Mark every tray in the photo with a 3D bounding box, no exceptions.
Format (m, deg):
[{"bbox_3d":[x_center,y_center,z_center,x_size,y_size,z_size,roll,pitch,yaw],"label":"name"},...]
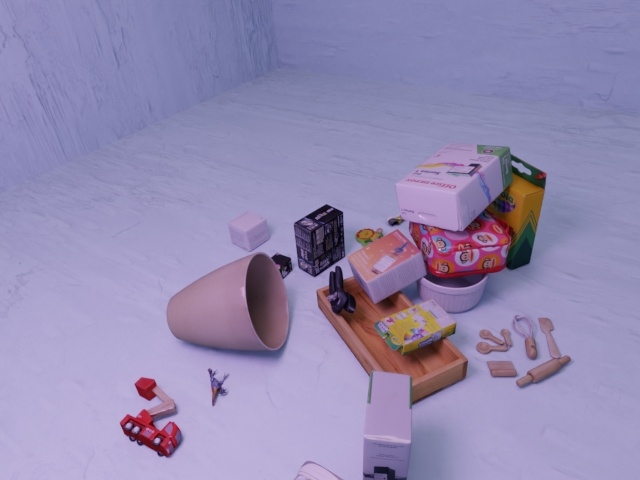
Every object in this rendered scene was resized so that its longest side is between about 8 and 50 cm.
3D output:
[{"bbox_3d":[0.169,0.237,1.291,0.202,0.076,0.411,-19,36,-18],"label":"tray"}]

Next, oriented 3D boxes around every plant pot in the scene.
[{"bbox_3d":[-0.260,0.182,1.309,0.274,0.256,0.256,-12,32,17],"label":"plant pot"}]

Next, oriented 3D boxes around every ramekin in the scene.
[{"bbox_3d":[0.372,0.113,1.408,0.207,0.109,0.207,-4,34,3],"label":"ramekin"}]

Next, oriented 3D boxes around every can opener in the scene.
[{"bbox_3d":[0.046,0.136,1.354,0.059,0.073,0.186,-42,28,16],"label":"can opener"}]

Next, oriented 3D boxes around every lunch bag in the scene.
[{"bbox_3d":[0.402,-0.024,1.399,0.258,0.120,0.293,-7,34,-4],"label":"lunch bag"}]

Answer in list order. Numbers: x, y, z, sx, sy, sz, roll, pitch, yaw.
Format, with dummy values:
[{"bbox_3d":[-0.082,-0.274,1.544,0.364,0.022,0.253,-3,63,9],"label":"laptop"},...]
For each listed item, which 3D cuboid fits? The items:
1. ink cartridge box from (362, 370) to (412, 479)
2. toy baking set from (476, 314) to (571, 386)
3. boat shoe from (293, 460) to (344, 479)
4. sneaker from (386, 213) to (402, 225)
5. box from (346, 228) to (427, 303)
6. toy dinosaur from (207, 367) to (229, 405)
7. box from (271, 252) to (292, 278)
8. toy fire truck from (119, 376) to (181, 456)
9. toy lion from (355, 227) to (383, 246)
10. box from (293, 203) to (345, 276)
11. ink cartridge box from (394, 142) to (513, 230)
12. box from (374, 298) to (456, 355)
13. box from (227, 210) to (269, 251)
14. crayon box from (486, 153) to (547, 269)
[{"bbox_3d":[0.130,0.386,0.966,0.086,0.208,0.153,4,37,8],"label":"ink cartridge box"},{"bbox_3d":[0.516,0.265,1.238,0.256,0.030,0.197,-16,36,-15],"label":"toy baking set"},{"bbox_3d":[0.066,0.517,0.875,0.320,0.118,0.103,19,47,36],"label":"boat shoe"},{"bbox_3d":[0.279,-0.072,1.759,0.083,0.031,0.035,-17,50,-10],"label":"sneaker"},{"bbox_3d":[0.182,0.069,1.355,0.170,0.091,0.130,-29,38,-7],"label":"box"},{"bbox_3d":[-0.266,0.351,1.219,0.082,0.047,0.090,5,43,47],"label":"toy dinosaur"},{"bbox_3d":[-0.138,0.088,1.563,0.062,0.052,0.083,19,41,28],"label":"box"},{"bbox_3d":[-0.386,0.406,1.146,0.192,0.047,0.135,14,38,24],"label":"toy fire truck"},{"bbox_3d":[0.164,-0.009,1.682,0.096,0.034,0.100,-2,35,18],"label":"toy lion"},{"bbox_3d":[0.000,0.000,1.557,0.077,0.180,0.147,28,48,37],"label":"box"},{"bbox_3d":[0.371,-0.158,1.365,0.201,0.117,0.278,16,44,44],"label":"ink cartridge box"},{"bbox_3d":[0.231,0.216,1.213,0.179,0.043,0.105,-16,36,-19],"label":"box"},{"bbox_3d":[-0.251,-0.034,1.721,0.102,0.087,0.101,24,44,35],"label":"box"},{"bbox_3d":[0.562,-0.096,1.497,0.081,0.319,0.202,-17,36,-16],"label":"crayon box"}]
